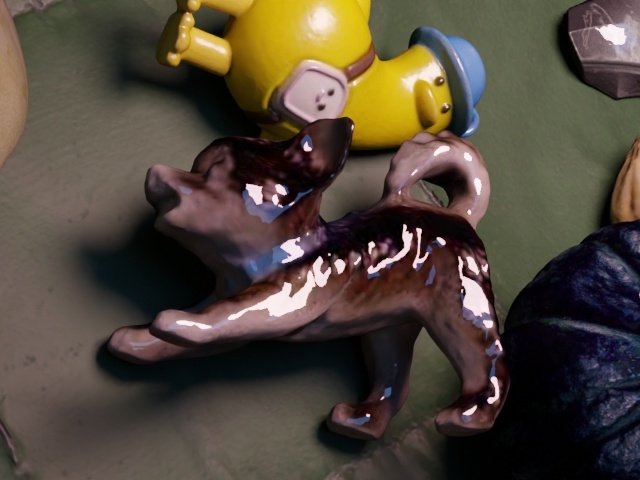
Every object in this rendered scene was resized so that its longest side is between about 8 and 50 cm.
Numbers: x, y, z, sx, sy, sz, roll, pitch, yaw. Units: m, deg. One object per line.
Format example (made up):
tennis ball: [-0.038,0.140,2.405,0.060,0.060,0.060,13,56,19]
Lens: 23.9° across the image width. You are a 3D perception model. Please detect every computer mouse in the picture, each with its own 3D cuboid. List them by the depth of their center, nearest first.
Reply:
computer mouse: [0.375,-0.228,1.715,0.231,0.071,0.126,2,69,-29]

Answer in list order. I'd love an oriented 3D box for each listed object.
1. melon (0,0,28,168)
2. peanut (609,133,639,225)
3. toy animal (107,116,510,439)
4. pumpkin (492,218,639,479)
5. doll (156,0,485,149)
melon: [-0.369,-0.154,1.159,0.308,0.272,0.272,35,56,4]
peanut: [0.373,0.004,1.595,0.125,0.111,0.275,-1,70,-24]
toy animal: [0.000,0.000,1.348,0.344,0.194,0.303,22,67,-22]
pumpkin: [0.327,0.151,1.386,0.363,0.266,0.363,-1,75,3]
doll: [0.011,-0.161,1.463,0.363,0.145,0.199,17,102,-32]
